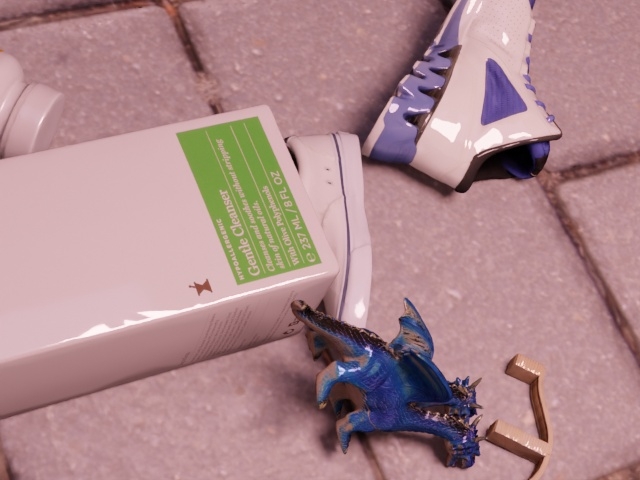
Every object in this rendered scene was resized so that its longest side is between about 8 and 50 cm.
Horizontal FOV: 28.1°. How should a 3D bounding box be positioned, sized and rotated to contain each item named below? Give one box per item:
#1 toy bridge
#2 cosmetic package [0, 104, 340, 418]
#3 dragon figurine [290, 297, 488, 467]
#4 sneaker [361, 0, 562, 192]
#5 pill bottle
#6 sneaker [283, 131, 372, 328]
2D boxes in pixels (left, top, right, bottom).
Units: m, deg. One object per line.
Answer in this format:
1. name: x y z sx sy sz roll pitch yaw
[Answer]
1. toy bridge: 0.195 0.198 1.259 0.063 0.026 0.188 27 57 -3
2. cosmetic package: -0.195 0.023 1.171 0.366 0.155 0.197 -15 69 -25
3. dragon figurine: 0.067 0.114 1.169 0.144 0.289 0.085 -18 42 6
4. sneaker: 0.193 -0.165 1.424 0.182 0.127 0.315 34 64 0
5. pill bottle: -0.362 -0.145 1.241 0.208 0.117 0.117 23 57 -2
6. sneaker: 0.000 0.000 1.290 0.091 0.094 0.258 -1 52 -6
